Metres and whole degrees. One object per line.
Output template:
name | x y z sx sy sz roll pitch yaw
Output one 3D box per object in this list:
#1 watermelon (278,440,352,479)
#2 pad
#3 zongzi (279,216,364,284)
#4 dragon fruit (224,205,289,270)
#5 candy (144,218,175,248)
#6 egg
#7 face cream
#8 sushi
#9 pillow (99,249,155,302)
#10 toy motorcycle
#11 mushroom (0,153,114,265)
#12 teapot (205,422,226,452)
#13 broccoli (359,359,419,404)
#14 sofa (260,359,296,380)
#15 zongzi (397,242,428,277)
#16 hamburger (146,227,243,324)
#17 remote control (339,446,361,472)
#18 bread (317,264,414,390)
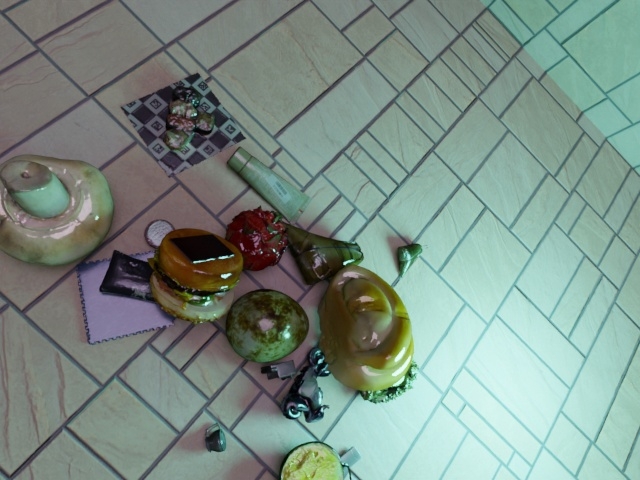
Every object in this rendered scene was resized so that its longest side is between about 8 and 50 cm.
watermelon | -0.030 0.757 1.453 0.232 0.127 0.204 -22 84 -20
pad | -0.631 0.178 1.452 0.269 0.012 0.269 -12 80 -22
zongzi | 0.000 0.000 1.674 0.260 0.123 0.289 -21 75 -30
dragon fruit | -0.236 0.022 1.549 0.233 0.234 0.293 34 99 -9
candy | -0.544 -0.021 1.517 0.103 0.043 0.103 4 77 -17
egg | -0.169 0.278 1.472 0.289 0.238 0.239 1 75 -38
face cream | -0.194 -0.211 1.680 0.341 0.084 0.137 39 69 -16
sushi | -0.492 -0.446 1.631 0.339 0.069 0.320 -34 89 -24
pillow | -0.585 0.124 1.444 0.208 0.055 0.142 18 68 -18
toy motorcycle | -0.023 0.507 1.536 0.159 0.106 0.270 42 55 -10
mushroom | -0.803 -0.120 1.327 0.353 0.353 0.325 42 36 -5
teapot | -0.335 0.630 1.420 0.056 0.066 0.088 -15 59 -5
broccoli | 0.239 0.473 1.601 0.226 0.176 0.198 -38 90 -38
sofa | -0.142 0.440 1.486 0.085 0.147 0.060 -6 74 -24
zongzi | 0.380 0.078 1.830 0.154 0.062 0.131 -11 101 -37
hamburger | -0.385 0.114 1.384 0.290 0.291 0.225 19 115 -14
remote control | 0.057 0.784 1.536 0.184 0.027 0.050 -33 87 -19
bread | 0.134 0.286 1.511 0.328 0.245 0.424 -18 47 0
